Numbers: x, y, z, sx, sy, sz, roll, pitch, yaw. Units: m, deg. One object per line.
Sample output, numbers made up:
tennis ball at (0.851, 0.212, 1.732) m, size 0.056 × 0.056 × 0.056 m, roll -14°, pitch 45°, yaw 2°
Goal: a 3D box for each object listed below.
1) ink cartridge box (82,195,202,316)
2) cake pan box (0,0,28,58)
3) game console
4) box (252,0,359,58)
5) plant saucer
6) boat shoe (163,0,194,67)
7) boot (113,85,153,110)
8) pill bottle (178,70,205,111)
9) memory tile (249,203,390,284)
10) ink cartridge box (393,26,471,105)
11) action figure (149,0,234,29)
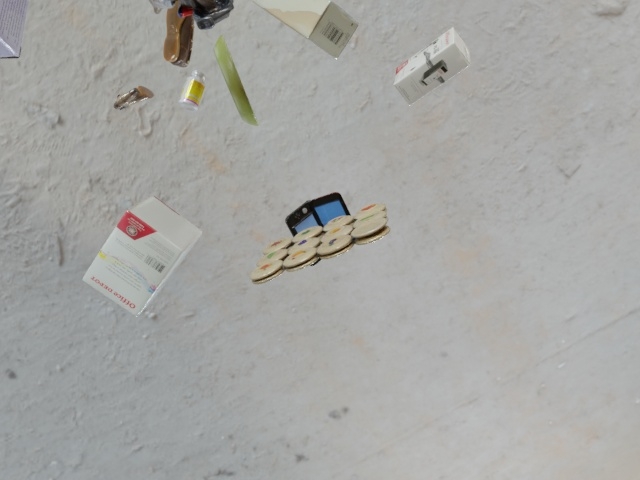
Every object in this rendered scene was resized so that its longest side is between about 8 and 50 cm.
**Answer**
ink cartridge box at (-0.343, 0.029, 1.059) m, size 0.128 × 0.127 × 0.176 m, roll 37°, pitch 107°, yaw -7°
cake pan box at (-0.409, -0.371, 0.592) m, size 0.070 × 0.266 × 0.245 m, roll -3°, pitch 164°, yaw 7°
game console at (0.008, -0.024, 1.291) m, size 0.124 × 0.085 × 0.144 m, roll -40°, pitch 115°, yaw -29°
box at (-0.049, -0.676, 1.608) m, size 0.148 × 0.311 × 0.121 m, roll 15°, pitch 115°, yaw -50°
plant saucer at (-0.218, -0.399, 1.385) m, size 0.037 × 0.241 × 0.240 m, roll -22°, pitch 129°, yaw -2°
boat shoe at (-0.388, -0.592, 1.523) m, size 0.073 × 0.073 × 0.206 m, roll 3°, pitch 100°, yaw -59°
boot at (-0.555, -0.416, 1.607) m, size 0.087 × 0.118 × 0.042 m, roll -32°, pitch 88°, yaw 17°
pill bottle at (-0.282, -0.332, 1.207) m, size 0.043 × 0.043 × 0.083 m, roll 23°, pitch 76°, yaw -32°
memory tile at (0.000, 0.000, 0.560) m, size 0.148 × 0.113 × 0.012 m, roll -21°, pitch 105°, yaw 12°
ink cartridge box at (0.213, -0.335, 1.046) m, size 0.135 × 0.099 × 0.056 m, roll -30°, pitch 116°, yaw 29°
action figure at (-0.222, -0.584, 1.094) m, size 0.330 × 0.341 × 0.178 m, roll -33°, pitch 131°, yaw 8°
